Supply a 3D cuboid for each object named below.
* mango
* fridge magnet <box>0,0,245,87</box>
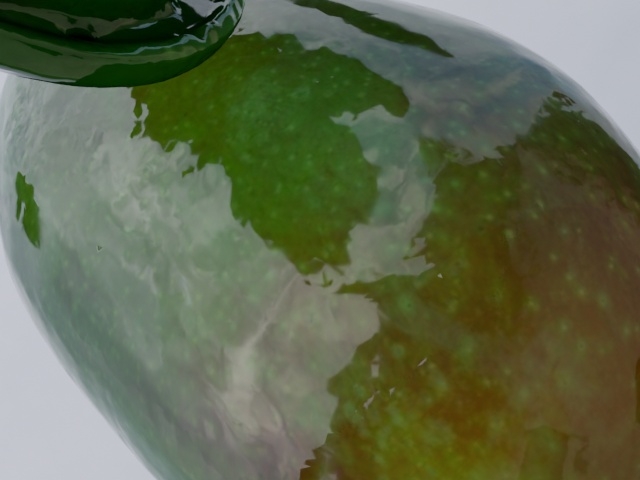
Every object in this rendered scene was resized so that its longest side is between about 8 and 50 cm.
[{"bbox_3d":[0.000,0.000,0.799,0.201,0.382,0.225,16,-68,-51],"label":"mango"},{"bbox_3d":[-0.112,-0.129,0.643,0.208,0.208,0.088,-16,-31,-55],"label":"fridge magnet"}]
